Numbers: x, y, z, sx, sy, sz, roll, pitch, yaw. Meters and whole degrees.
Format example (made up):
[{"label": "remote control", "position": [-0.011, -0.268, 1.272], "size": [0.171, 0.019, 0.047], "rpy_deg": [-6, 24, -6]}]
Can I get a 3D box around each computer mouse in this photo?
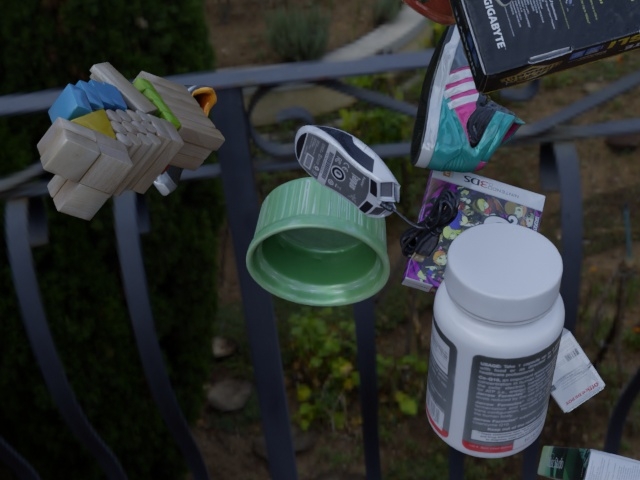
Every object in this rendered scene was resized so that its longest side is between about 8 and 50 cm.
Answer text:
[{"label": "computer mouse", "position": [0.056, -0.063, 1.073], "size": [0.193, 0.106, 0.042], "rpy_deg": [39, 54, 13]}]

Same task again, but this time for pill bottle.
[{"label": "pill bottle", "position": [0.220, 0.127, 1.291], "size": [0.161, 0.283, 0.161], "rpy_deg": [0, 41, 0]}]

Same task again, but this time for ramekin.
[{"label": "ramekin", "position": [0.000, 0.000, 2.180], "size": [0.303, 0.303, 0.148], "rpy_deg": [0, 54, 8]}]

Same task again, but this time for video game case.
[{"label": "video game case", "position": [0.269, -0.002, 1.788], "size": [0.210, 0.042, 0.232], "rpy_deg": [18, 69, -1]}]

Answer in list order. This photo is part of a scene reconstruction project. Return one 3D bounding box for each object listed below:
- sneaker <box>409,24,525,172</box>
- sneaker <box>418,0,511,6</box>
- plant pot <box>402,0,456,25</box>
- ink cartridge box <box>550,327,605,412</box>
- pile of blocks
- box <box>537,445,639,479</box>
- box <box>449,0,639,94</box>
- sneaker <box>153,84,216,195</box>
[{"label": "sneaker", "position": [0.272, -0.243, 1.799], "size": [0.178, 0.124, 0.296], "rpy_deg": [16, 70, -7]}, {"label": "sneaker", "position": [0.066, -0.219, 0.781], "size": [0.192, 0.086, 0.064], "rpy_deg": [11, 49, 24]}, {"label": "plant pot", "position": [0.189, -0.481, 1.374], "size": [0.265, 0.272, 0.272], "rpy_deg": [-40, 21, 30]}, {"label": "ink cartridge box", "position": [0.481, 0.255, 2.024], "size": [0.099, 0.135, 0.056], "rpy_deg": [-34, 7, 1]}, {"label": "pile of blocks", "position": [-0.246, -0.112, 1.177], "size": [0.149, 0.113, 0.362], "rpy_deg": [44, 19, 4]}, {"label": "box", "position": [0.482, 0.373, 1.577], "size": [0.232, 0.322, 0.059], "rpy_deg": [16, 79, 3]}, {"label": "box", "position": [0.247, -0.345, 1.087], "size": [0.257, 0.322, 0.079], "rpy_deg": [-16, -7, 0]}, {"label": "sneaker", "position": [-0.209, -0.158, 1.515], "size": [0.083, 0.084, 0.215], "rpy_deg": [-9, 51, 18]}]
